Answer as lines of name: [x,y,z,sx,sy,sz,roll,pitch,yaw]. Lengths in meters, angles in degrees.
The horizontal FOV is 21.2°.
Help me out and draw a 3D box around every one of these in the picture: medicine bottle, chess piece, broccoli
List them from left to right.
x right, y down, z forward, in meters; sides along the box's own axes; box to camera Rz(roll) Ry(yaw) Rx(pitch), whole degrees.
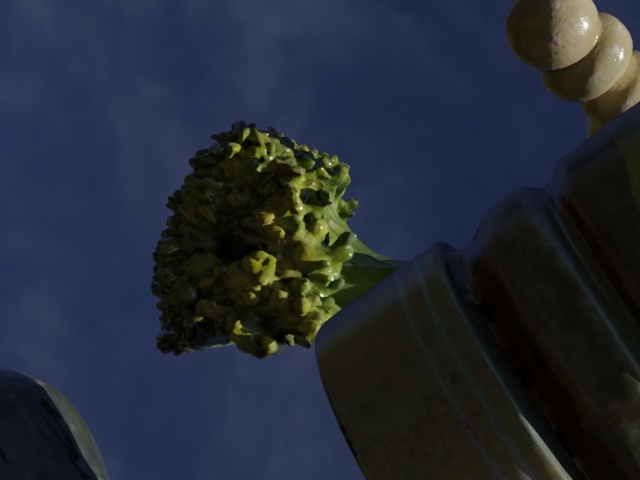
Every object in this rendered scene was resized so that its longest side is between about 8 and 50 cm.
broccoli: [-0.013,-0.012,1.357,0.273,0.242,0.180,-7,-81,17]
chess piece: [0.202,-0.125,1.267,0.094,0.170,0.094,-37,-145,31]
medicine bottle: [0.170,0.001,0.558,0.322,0.151,0.151,-35,-118,10]

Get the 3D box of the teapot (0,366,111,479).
teapot: [-0.287,0.121,0.711,0.344,0.300,0.253,24,-87,18]
